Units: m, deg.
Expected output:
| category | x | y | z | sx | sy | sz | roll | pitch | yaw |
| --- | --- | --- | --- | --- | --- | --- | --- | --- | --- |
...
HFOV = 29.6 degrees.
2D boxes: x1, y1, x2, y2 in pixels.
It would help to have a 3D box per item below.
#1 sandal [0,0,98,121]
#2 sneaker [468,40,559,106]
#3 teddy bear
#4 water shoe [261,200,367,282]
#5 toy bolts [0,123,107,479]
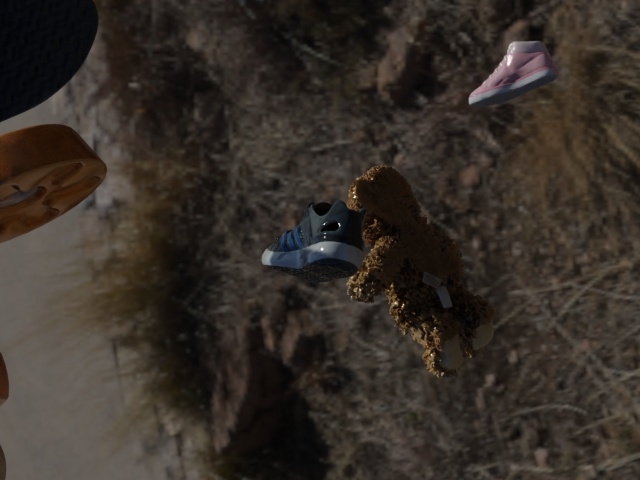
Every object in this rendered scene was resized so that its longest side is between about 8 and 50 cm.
| category | x | y | z | sx | sy | sz | roll | pitch | yaw |
| --- | --- | --- | --- | --- | --- | --- | --- | --- | --- |
| sandal | -0.472 | -0.189 | 1.508 | 0.446 | 0.167 | 0.107 | -36 | 24 | 8 |
| sneaker | 0.269 | -0.242 | 1.735 | 0.134 | 0.051 | 0.070 | -21 | 77 | 23 |
| teddy bear | 0.137 | 0.053 | 1.834 | 0.338 | 0.245 | 0.113 | 46 | 140 | -8 |
| water shoe | 0.000 | 0.000 | 1.342 | 0.203 | 0.073 | 0.080 | -6 | 67 | 64 |
| toy bolts | -0.199 | 0.056 | 0.608 | 0.218 | 0.228 | 0.158 | -30 | 81 | 15 |
